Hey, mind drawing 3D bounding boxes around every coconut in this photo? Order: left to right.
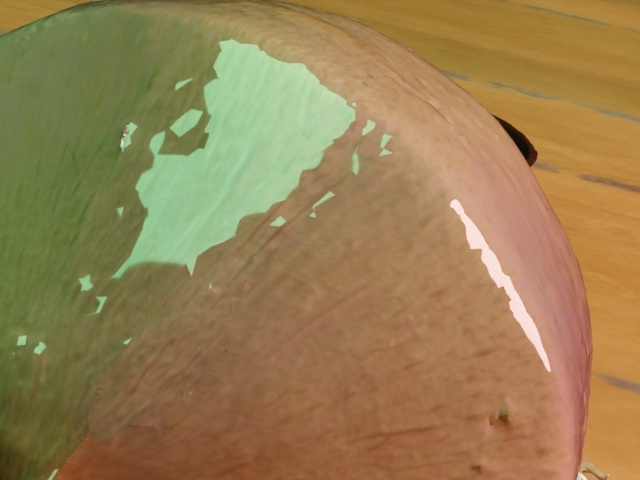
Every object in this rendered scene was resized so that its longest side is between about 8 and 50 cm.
[{"bbox_3d":[-0.035,0.042,0.531,0.224,0.224,0.234,11,16,1],"label":"coconut"}]

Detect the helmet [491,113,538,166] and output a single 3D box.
[{"bbox_3d":[0.000,0.000,0.830,0.155,0.106,0.175,22,23,38],"label":"helmet"}]
